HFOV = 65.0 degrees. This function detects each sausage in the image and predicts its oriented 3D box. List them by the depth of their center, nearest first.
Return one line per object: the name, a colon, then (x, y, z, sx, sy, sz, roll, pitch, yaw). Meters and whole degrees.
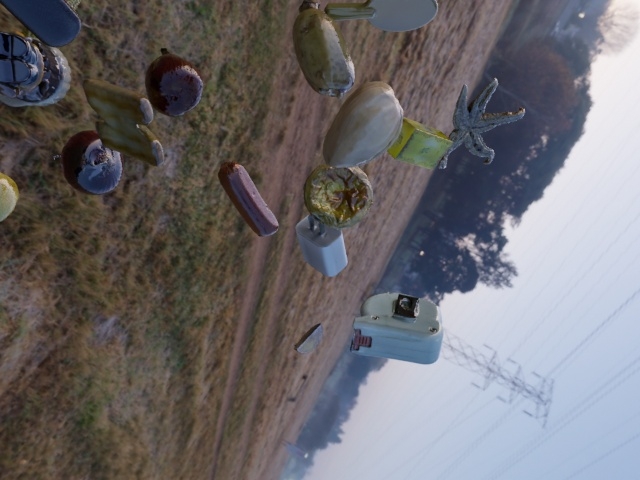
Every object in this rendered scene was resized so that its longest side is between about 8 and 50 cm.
sausage: (-0.259, -0.136, 1.786, 0.102, 0.102, 0.330, -55, 130, -32)

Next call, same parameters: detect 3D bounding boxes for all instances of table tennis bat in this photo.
table tennis bat: (0.171, -0.655, 1.435, 0.198, 0.320, 0.050, 49, 43, -80)

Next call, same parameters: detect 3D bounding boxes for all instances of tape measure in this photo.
tape measure: (0.217, 0.235, 1.407, 0.246, 0.243, 0.125, -66, 164, -63)

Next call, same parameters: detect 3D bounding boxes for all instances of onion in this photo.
onion: (-0.976, -0.326, 2.119, 0.273, 0.285, 0.273, -15, 107, -63)

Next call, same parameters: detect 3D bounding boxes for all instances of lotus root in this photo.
lotus root: (0.001, -0.534, 1.406, 0.146, 0.284, 0.160, -16, 178, -24)

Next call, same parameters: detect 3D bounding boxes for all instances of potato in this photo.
potato: (-0.026, 0.245, 1.220, 0.093, 0.036, 0.037, -43, -170, -31)

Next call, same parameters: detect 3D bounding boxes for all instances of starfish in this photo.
starfish: (0.499, -0.361, 1.647, 0.327, 0.094, 0.375, -47, 137, 12)

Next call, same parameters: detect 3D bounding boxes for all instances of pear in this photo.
pear: (-1.083, -0.139, 1.650, 0.178, 0.178, 0.178, -58, 170, -16)

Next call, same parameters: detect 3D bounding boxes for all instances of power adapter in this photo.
power adapter: (0.000, 0.000, 1.984, 0.124, 0.187, 0.255, -41, 144, -23)

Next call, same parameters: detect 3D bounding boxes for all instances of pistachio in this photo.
pistachio: (0.097, -0.262, 1.186, 0.229, 0.157, 0.157, -48, 176, 22)

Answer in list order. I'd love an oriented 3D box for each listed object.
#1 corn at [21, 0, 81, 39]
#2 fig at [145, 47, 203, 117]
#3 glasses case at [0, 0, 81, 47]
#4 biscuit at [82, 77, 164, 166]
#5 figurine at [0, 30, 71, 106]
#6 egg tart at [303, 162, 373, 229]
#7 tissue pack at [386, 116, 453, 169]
corn: (-0.807, -0.732, 1.545, 0.310, 0.101, 0.101, -59, 171, -4)
fig: (-0.513, -0.545, 1.652, 0.190, 0.290, 0.191, -35, 160, -14)
glasses case: (-0.611, -0.515, 1.032, 0.103, 0.067, 0.267, -39, 147, -2)
biscuit: (-0.603, -0.364, 1.545, 0.062, 0.290, 0.237, -43, 142, -38)
figurine: (-0.750, -0.444, 1.307, 0.204, 0.332, 0.185, -4, 101, -34)
egg tart: (0.057, -0.152, 1.710, 0.241, 0.241, 0.106, -60, -177, -9)
tissue pack: (0.258, -0.252, 1.324, 0.176, 0.062, 0.095, 4, 130, -45)
